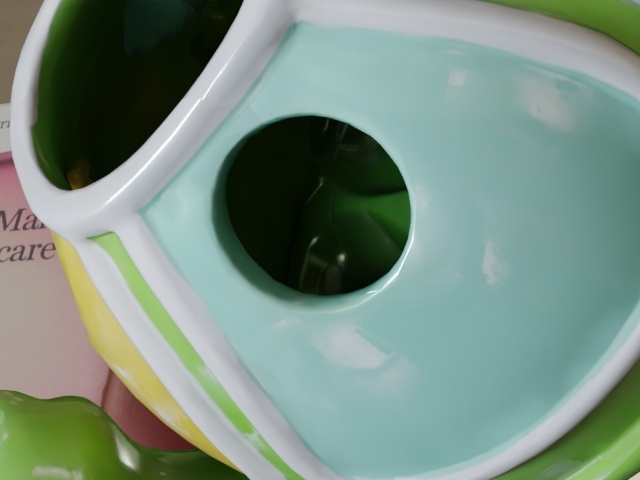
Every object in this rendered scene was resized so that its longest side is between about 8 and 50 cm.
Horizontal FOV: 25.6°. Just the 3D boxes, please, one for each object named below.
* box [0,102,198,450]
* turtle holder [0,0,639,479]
[{"bbox_3d":[-0.143,0.040,0.819,0.149,0.232,0.127,-5,-36,19],"label":"box"},{"bbox_3d":[0.003,-0.019,0.497,0.227,0.243,0.320,23,-38,-39],"label":"turtle holder"}]
